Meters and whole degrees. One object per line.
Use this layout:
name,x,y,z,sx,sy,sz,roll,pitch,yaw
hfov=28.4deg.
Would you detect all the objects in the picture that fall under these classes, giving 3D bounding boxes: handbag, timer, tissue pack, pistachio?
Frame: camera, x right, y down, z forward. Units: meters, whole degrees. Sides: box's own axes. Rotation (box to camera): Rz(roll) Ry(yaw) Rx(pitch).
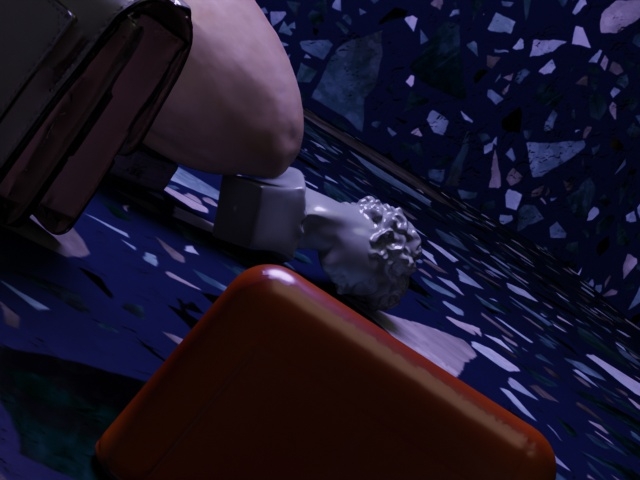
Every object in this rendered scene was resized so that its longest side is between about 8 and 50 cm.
handbag,-0.299,-0.201,1.084,0.358,0.236,0.160,42,15,22
timer,0.012,0.142,0.849,0.257,0.161,0.250,33,-5,3
tissue pack,-0.250,-0.118,1.452,0.156,0.051,0.112,38,11,33
pistachio,-0.145,-0.198,1.414,0.318,0.214,0.193,42,1,-17

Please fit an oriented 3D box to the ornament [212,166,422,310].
ornament,-0.001,-0.015,1.504,0.285,0.130,0.120,26,-1,-34
